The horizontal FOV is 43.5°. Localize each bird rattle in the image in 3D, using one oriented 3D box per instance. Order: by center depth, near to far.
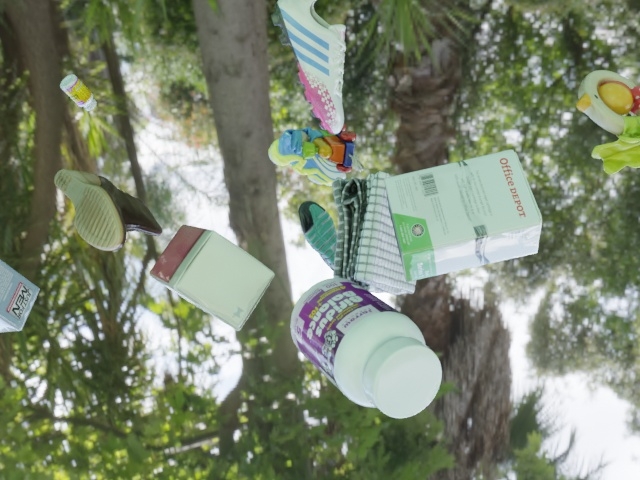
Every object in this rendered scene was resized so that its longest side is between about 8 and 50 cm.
[{"bbox_3d":[0.620,-0.272,1.611,0.207,0.143,0.253,36,-121,1],"label":"bird rattle"}]

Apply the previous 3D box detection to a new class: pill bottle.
[{"bbox_3d":[0.076,0.183,1.382,0.169,0.169,0.301,-19,-158,-20],"label":"pill bottle"},{"bbox_3d":[-0.540,-0.329,1.795,0.043,0.083,0.043,-18,-132,21],"label":"pill bottle"}]

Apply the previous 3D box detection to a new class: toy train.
[{"bbox_3d":[0.018,-0.225,2.030,0.143,0.105,0.248,0,-156,-16],"label":"toy train"}]

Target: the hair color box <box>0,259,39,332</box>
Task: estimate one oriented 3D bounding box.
[{"bbox_3d":[-0.793,0.058,1.657,0.185,0.374,0.114,-9,-130,30],"label":"hair color box"}]

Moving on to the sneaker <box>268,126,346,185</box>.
[{"bbox_3d":[-0.018,-0.237,2.223,0.240,0.126,0.091,16,-143,-22],"label":"sneaker"}]

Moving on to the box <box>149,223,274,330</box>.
[{"bbox_3d":[-0.209,0.063,1.509,0.127,0.148,0.232,-57,-158,-10],"label":"box"}]

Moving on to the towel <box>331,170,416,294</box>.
[{"bbox_3d":[0.116,-0.007,1.675,0.121,0.235,0.283,5,176,27],"label":"towel"}]

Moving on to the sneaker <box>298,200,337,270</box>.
[{"bbox_3d":[0.000,0.000,1.952,0.083,0.224,0.098,-39,-159,-18],"label":"sneaker"}]

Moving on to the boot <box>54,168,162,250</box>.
[{"bbox_3d":[-0.369,-0.045,1.507,0.207,0.090,0.248,23,-164,-50],"label":"boot"}]

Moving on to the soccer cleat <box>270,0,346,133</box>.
[{"bbox_3d":[0.009,-0.401,1.794,0.143,0.331,0.116,-21,-158,9],"label":"soccer cleat"}]

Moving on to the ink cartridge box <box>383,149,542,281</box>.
[{"bbox_3d":[0.226,-0.041,1.290,0.219,0.093,0.160,-12,-126,4],"label":"ink cartridge box"}]
